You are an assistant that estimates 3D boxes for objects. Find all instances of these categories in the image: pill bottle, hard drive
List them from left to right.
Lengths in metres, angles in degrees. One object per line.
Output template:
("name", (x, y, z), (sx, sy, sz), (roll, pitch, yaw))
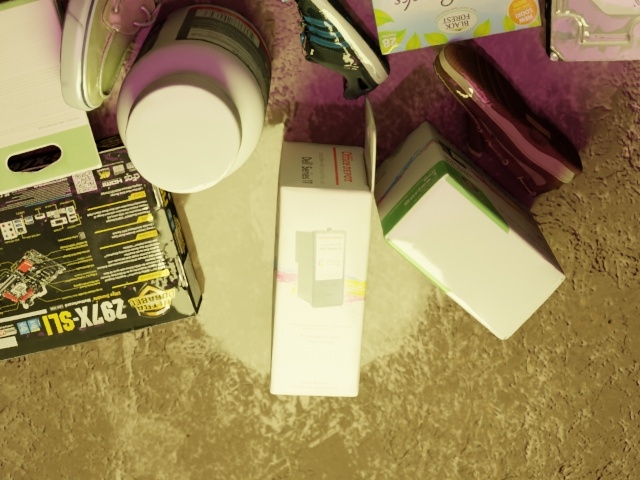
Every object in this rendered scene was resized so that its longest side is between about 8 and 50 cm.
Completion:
("pill bottle", (-0.152, -0.170, 1.878), (0.176, 0.318, 0.176), (0, 111, 1))
("hard drive", (0.403, -0.394, 1.931), (0.237, 0.064, 0.339), (0, 111, 1))

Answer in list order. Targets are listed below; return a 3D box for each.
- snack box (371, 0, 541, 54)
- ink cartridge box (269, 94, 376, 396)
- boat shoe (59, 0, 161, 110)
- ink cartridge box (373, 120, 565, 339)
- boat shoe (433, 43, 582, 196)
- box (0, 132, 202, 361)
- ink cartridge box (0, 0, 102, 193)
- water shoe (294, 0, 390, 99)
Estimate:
("snack box", (0.162, -0.340, 1.947), (0.207, 0.070, 0.174), (-9, 111, 5))
("ink cartridge box", (0.000, 0.000, 1.999), (0.119, 0.207, 0.353), (3, 109, -2))
("boat shoe", (-0.245, -0.303, 1.913), (0.094, 0.109, 0.302), (16, 96, 13))
("ink cartridge box", (0.179, -0.021, 1.955), (0.201, 0.278, 0.117), (40, 102, -13))
("boat shoe", (0.224, -0.143, 1.999), (0.095, 0.095, 0.257), (-37, 115, 28))
("box", (-0.348, 0.010, 2.075), (0.322, 0.079, 0.257), (-14, 111, 5))
("ink cartridge box", (-0.388, -0.189, 1.995), (0.171, 0.056, 0.235), (-15, 101, 5))
("water shoe", (0.002, -0.264, 1.974), (0.080, 0.073, 0.203), (-38, 105, 15))
